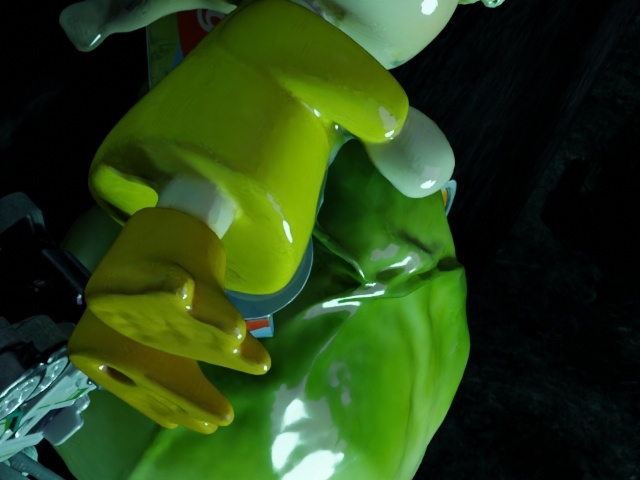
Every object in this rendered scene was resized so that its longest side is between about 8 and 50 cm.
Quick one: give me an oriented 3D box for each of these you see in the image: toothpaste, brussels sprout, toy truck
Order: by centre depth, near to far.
[{"bbox_3d":[-0.169,0.048,0.726,0.124,0.114,0.253,-46,170,8],"label":"toy truck"},{"bbox_3d":[-0.043,-0.051,0.803,0.044,0.070,0.193,85,0,-75],"label":"toothpaste"},{"bbox_3d":[-0.043,0.040,0.960,0.259,0.227,0.294,-47,141,-14],"label":"brussels sprout"}]

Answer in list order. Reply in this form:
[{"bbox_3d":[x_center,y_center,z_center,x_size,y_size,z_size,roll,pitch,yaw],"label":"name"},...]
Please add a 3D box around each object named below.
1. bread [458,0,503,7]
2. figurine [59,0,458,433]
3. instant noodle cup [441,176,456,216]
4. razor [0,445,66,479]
[{"bbox_3d":[0.074,-0.247,0.846,0.130,0.152,0.268,-36,156,-40],"label":"bread"},{"bbox_3d":[-0.006,-0.103,0.681,0.215,0.187,0.344,-24,-138,60],"label":"figurine"},{"bbox_3d":[0.000,0.000,1.232,0.208,0.125,0.177,-63,166,24],"label":"instant noodle cup"},{"bbox_3d":[-0.186,0.130,0.946,0.068,0.106,0.232,-57,177,-4],"label":"razor"}]
